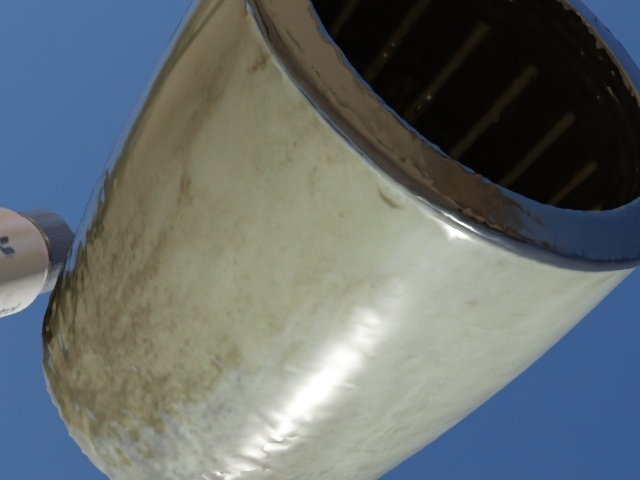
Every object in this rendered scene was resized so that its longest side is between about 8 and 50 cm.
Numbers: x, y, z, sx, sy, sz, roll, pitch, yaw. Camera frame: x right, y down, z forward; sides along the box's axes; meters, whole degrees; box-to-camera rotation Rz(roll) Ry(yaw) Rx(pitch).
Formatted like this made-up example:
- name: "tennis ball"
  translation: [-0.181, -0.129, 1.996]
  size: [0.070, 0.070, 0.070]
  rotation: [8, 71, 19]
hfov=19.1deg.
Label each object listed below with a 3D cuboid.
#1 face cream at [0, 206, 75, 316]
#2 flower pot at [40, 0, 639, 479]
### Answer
- name: "face cream"
  translation: [-0.283, 0.024, 1.485]
  size: [0.092, 0.092, 0.311]
  rotation: [-19, -179, 27]
- name: "flower pot"
  translation: [0.000, 0.000, 1.103]
  size: [0.330, 0.294, 0.293]
  rotation: [-51, -149, 32]
